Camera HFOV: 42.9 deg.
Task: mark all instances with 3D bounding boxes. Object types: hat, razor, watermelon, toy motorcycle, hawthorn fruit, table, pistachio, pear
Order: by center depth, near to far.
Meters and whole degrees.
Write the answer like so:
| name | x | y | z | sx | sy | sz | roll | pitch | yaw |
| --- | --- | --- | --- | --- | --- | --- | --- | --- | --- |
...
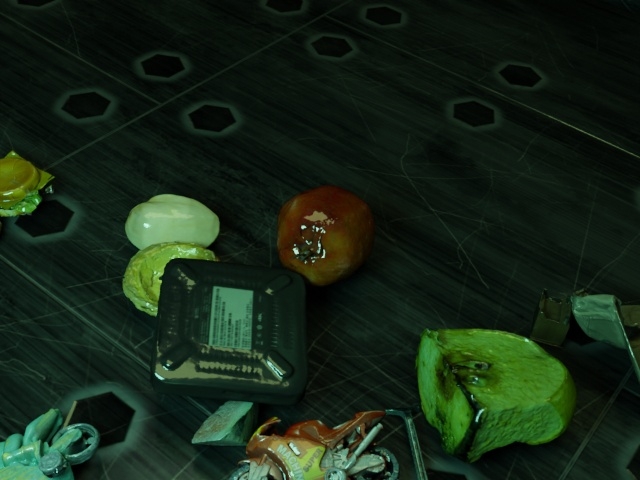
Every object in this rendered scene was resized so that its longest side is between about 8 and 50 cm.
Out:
| name | x | y | z | sx | sy | sz | roll | pitch | yaw |
| --- | --- | --- | --- | --- | --- | --- | --- | --- | --- |
| toy motorcycle | -0.498 | 0.388 | 1.315 | 0.198 | 0.109 | 0.296 | 16 | 36 | 28 |
| toy motorcycle | -0.015 | 0.371 | 1.387 | 0.298 | 0.089 | 0.171 | -5 | 44 | -12 |
| watermelon | -0.155 | 0.319 | 1.446 | 0.094 | 0.081 | 0.180 | 11 | 25 | 28 |
| razor | 0.165 | 0.370 | 1.449 | 0.066 | 0.033 | 0.190 | -3 | 45 | -9 |
| pear | 0.324 | 0.268 | 1.491 | 0.256 | 0.163 | 0.238 | -6 | 34 | -20 |
| hat | 0.586 | 0.206 | 1.611 | 0.214 | 0.149 | 0.244 | 17 | 69 | -46 |
| hawthorn fruit | 0.000 | 0.000 | 1.671 | 0.211 | 0.211 | 0.299 | 14 | 18 | 8 |
| table | 0.476 | 0.158 | 1.672 | 0.070 | 0.082 | 0.083 | 15 | 45 | 10 |
| pistachio | -0.318 | -0.023 | 1.757 | 0.201 | 0.117 | 0.145 | 7 | 79 | -15 |

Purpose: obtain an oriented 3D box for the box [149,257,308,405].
| name | x | y | z | sx | sy | sz | roll | pitch | yaw |
| --- | --- | --- | --- | --- | --- | --- | --- | --- | --- |
| box | -0.163 | 0.161 | 1.503 | 0.289 | 0.073 | 0.289 | 8 | 47 | -10 |

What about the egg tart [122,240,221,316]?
| name | x | y | z | sx | sy | sz | roll | pitch | yaw |
| --- | --- | --- | --- | --- | --- | --- | --- | --- | --- |
| egg tart | -0.289 | 0.091 | 1.650 | 0.213 | 0.090 | 0.212 | 3 | 43 | -3 |

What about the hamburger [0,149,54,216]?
| name | x | y | z | sx | sy | sz | roll | pitch | yaw |
| --- | --- | --- | --- | --- | --- | --- | --- | --- | --- |
| hamburger | -0.688 | -0.113 | 1.817 | 0.164 | 0.093 | 0.190 | -32 | 54 | -31 |
